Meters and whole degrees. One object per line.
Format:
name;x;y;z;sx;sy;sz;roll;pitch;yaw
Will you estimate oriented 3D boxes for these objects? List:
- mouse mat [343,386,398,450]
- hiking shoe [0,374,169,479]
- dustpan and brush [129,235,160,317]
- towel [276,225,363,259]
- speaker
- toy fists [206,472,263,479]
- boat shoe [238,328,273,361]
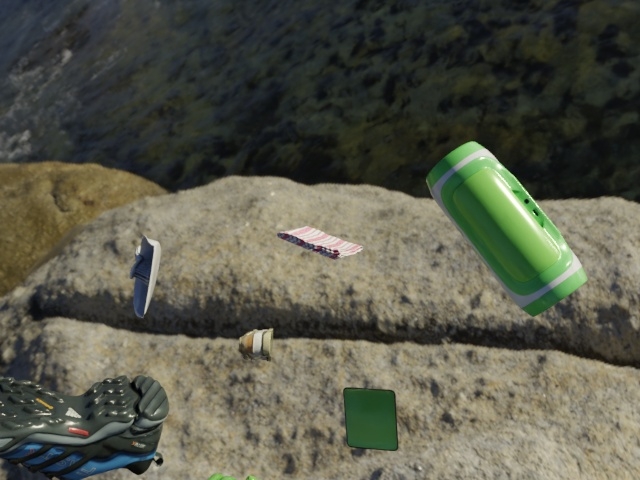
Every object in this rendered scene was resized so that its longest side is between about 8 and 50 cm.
mouse mat;0.142;0.506;1.749;0.152;0.190;0.007;0;13;17
hiking shoe;-0.344;0.249;0.761;0.304;0.132;0.113;4;21;-17
dustpan and brush;-0.349;0.047;1.216;0.211;0.060;0.147;-112;34;-74
towel;0.000;0.000;1.660;0.197;0.144;0.029;21;107;26
speaker;0.310;-0.022;1.048;0.131;0.131;0.297;-36;77;2
toy fists;-0.073;0.462;1.001;0.279;0.142;0.096;19;51;14
boat shoe;-0.210;0.342;2.043;0.103;0.302;0.113;2;74;-2
